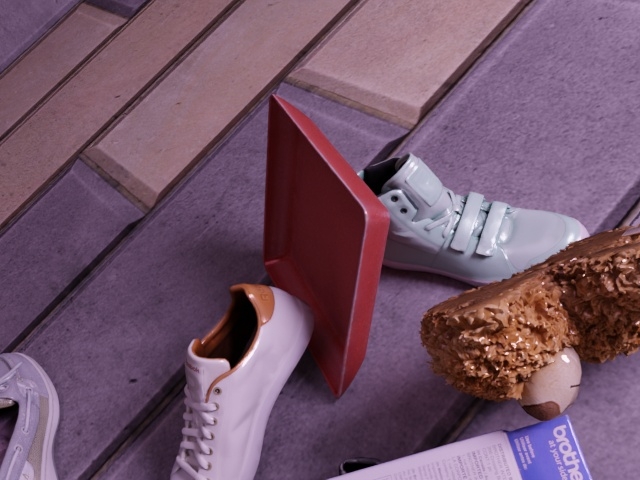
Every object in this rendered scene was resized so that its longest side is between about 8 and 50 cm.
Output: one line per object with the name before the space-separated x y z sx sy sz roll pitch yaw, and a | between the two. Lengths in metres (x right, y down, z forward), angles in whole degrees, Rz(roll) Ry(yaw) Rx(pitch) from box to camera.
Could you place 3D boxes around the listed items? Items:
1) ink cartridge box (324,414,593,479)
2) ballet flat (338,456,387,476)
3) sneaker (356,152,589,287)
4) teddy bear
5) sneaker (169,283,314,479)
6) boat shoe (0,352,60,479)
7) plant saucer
ink cartridge box | 0.085 0.276 0.548 0.311 0.065 0.185 -23 63 18
ballet flat | 0.093 0.240 0.609 0.173 0.049 0.057 3 56 31
sneaker | 0.148 -0.026 0.720 0.256 0.151 0.094 2 55 32
teddy bear | 0.252 0.049 0.549 0.338 0.113 0.245 -21 -3 -29
sneaker | -0.120 0.178 0.719 0.106 0.123 0.290 15 79 45
boat shoe | -0.423 0.262 0.880 0.118 0.103 0.320 -33 44 5
plant saucer | 0.000 0.000 0.759 0.048 0.259 0.258 -11 40 -21
